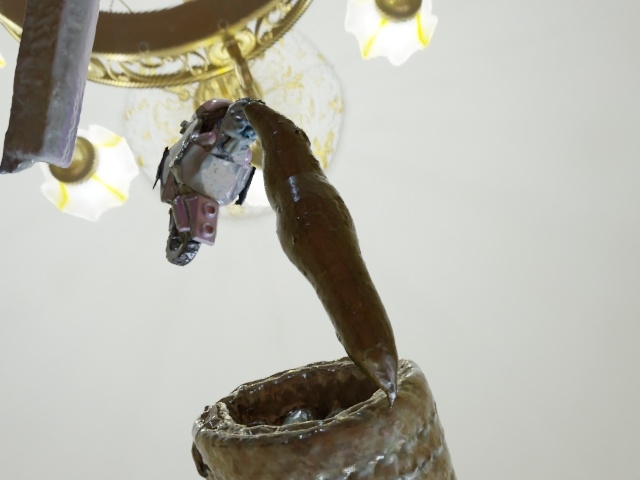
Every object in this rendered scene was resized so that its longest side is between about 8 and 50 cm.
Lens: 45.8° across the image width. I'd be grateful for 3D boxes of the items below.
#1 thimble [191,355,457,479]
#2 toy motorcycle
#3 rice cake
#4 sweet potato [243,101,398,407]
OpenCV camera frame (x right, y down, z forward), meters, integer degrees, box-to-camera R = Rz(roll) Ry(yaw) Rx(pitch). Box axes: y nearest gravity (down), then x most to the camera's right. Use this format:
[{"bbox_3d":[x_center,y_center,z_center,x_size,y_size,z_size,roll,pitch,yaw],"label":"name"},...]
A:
[{"bbox_3d":[0.003,0.199,0.672,0.229,0.196,0.148,-15,-85,25],"label":"thimble"},{"bbox_3d":[-0.135,-0.102,0.965,0.108,0.204,0.239,7,-119,-40],"label":"toy motorcycle"},{"bbox_3d":[-0.282,-0.262,0.843,0.064,0.070,0.399,11,-90,11],"label":"rice cake"},{"bbox_3d":[0.000,0.000,0.592,0.067,0.067,0.274,-22,-113,-3],"label":"sweet potato"}]
